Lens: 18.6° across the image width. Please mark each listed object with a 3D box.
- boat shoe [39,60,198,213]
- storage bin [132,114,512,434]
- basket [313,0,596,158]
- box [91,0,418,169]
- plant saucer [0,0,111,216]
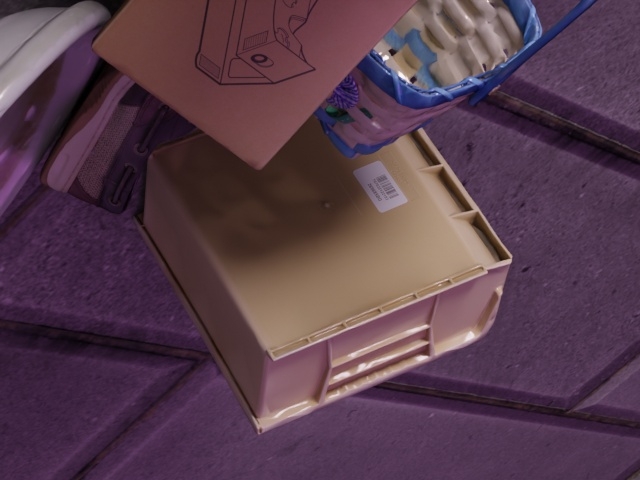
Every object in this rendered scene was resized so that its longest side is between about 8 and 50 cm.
[{"bbox_3d":[-0.134,-0.125,1.612,0.092,0.103,0.285,30,129,-15],"label":"boat shoe"},{"bbox_3d":[0.000,0.000,1.816,0.260,0.262,0.123,-21,149,-20],"label":"storage bin"},{"bbox_3d":[0.072,-0.213,1.538,0.201,0.254,0.289,-29,165,-45],"label":"basket"},{"bbox_3d":[-0.043,-0.167,1.442,0.164,0.021,0.201,36,112,-21],"label":"box"},{"bbox_3d":[-0.313,-0.040,1.489,0.400,0.100,0.400,-53,-178,2],"label":"plant saucer"}]
